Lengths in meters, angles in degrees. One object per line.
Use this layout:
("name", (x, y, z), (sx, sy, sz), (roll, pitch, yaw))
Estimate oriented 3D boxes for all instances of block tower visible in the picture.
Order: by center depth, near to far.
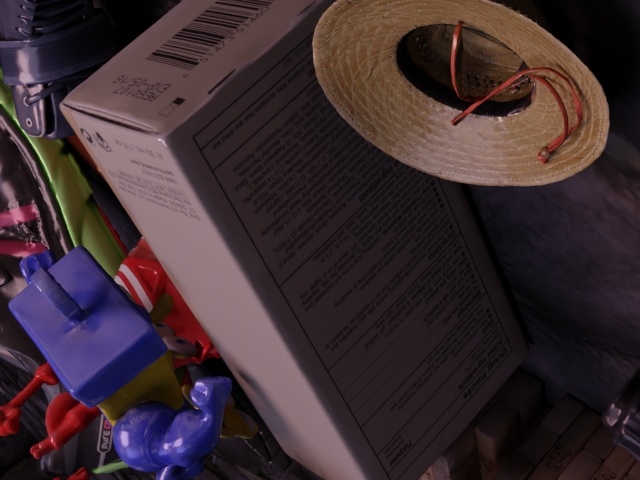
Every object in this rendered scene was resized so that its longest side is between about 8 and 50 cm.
("block tower", (0.134, 0.153, 0.819), (0.335, 0.097, 0.091), (31, 154, 33))

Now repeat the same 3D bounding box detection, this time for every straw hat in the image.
("straw hat", (0.074, -0.090, 0.549), (0.145, 0.061, 0.144), (20, 152, 11))

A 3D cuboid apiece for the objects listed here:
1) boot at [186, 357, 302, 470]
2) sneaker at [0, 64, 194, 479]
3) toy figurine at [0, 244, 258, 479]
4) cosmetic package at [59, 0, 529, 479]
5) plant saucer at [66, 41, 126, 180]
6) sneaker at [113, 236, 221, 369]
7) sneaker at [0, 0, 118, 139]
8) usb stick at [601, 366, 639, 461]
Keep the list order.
("boot", (-0.094, 0.147, 1.220), (0.246, 0.083, 0.161), (47, 163, 13))
("sneaker", (-0.300, 0.005, 1.070), (0.482, 0.202, 0.185), (58, 168, 7))
("toy figurine", (-0.144, 0.119, 0.752), (0.362, 0.191, 0.217), (44, 161, 43))
("cosmetic package", (0.000, 0.000, 0.700), (0.113, 0.160, 0.309), (21, 146, 46))
("plant saucer", (-0.166, -0.102, 0.956), (0.200, 0.037, 0.200), (36, 156, 19))
("sneaker", (-0.089, 0.091, 1.000), (0.221, 0.128, 0.087), (33, 165, 3))
("sneaker", (-0.165, -0.149, 0.762), (0.226, 0.086, 0.163), (16, 123, 63))
("usb stick", (0.279, 0.164, 0.620), (0.278, 0.077, 0.045), (37, 126, 19))
